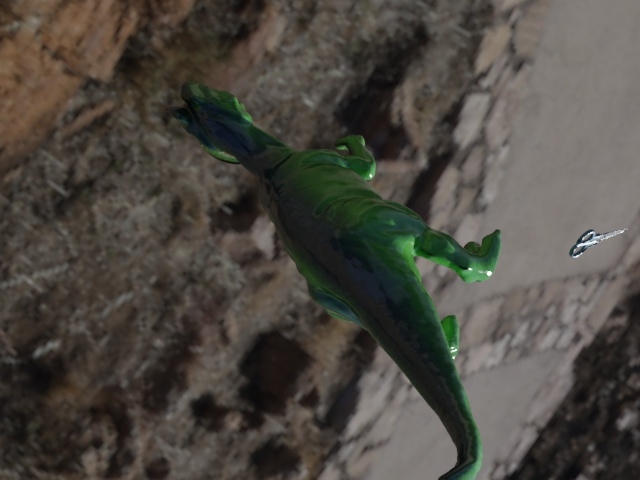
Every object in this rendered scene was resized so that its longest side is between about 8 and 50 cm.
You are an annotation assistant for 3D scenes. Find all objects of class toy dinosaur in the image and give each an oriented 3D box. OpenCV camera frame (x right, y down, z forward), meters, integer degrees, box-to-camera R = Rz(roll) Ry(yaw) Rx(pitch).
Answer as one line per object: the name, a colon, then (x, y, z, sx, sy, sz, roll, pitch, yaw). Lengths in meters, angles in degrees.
toy dinosaur: (0.000, 0.000, 1.237, 0.144, 0.374, 0.500, -54, -174, 17)

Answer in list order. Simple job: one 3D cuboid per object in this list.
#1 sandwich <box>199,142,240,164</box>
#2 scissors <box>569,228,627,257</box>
sandwich: (-0.126, -0.143, 1.746, 0.067, 0.029, 0.135, -30, 137, 4)
scissors: (0.272, -0.003, 1.330, 0.083, 0.006, 0.036, -16, 144, -40)
